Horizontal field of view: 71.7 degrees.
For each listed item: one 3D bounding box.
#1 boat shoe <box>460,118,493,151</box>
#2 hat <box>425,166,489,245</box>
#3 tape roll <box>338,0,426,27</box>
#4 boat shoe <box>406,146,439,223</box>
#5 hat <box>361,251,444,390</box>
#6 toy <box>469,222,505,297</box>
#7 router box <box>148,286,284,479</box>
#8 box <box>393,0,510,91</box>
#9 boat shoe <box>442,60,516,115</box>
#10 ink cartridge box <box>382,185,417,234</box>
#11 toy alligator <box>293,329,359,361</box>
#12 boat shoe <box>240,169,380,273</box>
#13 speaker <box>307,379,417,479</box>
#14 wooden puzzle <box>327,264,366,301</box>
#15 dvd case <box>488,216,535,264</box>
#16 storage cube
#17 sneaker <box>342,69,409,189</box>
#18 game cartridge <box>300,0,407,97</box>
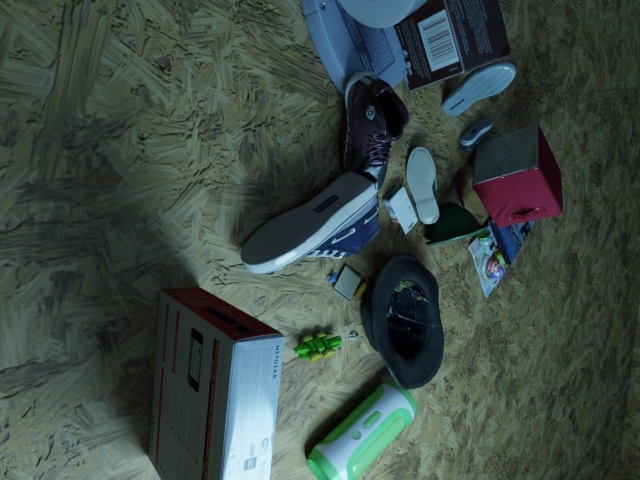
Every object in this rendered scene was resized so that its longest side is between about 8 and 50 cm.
[{"bbox_3d":[0.455,-0.310,1.296,0.142,0.049,0.040,-40,139,-24],"label":"boat shoe"},{"bbox_3d":[0.347,-0.098,1.213,0.173,0.208,0.183,-18,90,10],"label":"hat"},{"bbox_3d":[0.108,-0.511,0.804,0.072,0.219,0.219,-43,122,-25],"label":"tape roll"},{"bbox_3d":[0.273,-0.149,1.184,0.065,0.075,0.206,-60,138,-71],"label":"boat shoe"},{"bbox_3d":[0.183,0.200,1.118,0.331,0.134,0.331,12,73,-46],"label":"hat"},{"bbox_3d":[0.565,0.066,1.442,0.137,0.056,0.237,-45,122,-22],"label":"toy"},{"bbox_3d":[-0.189,0.271,0.731,0.082,0.301,0.335,1,98,-38],"label":"router box"},{"bbox_3d":[0.308,-0.479,1.053,0.203,0.167,0.168,-30,106,-31],"label":"box"},{"bbox_3d":[0.397,-0.404,1.127,0.083,0.226,0.075,30,68,-21],"label":"boat shoe"},{"bbox_3d":[0.209,-0.078,1.152,0.063,0.029,0.115,-45,124,-23],"label":"ink cartridge box"},{"bbox_3d":[0.009,0.250,1.047,0.190,0.056,0.051,-4,143,-39],"label":"toy alligator"},{"bbox_3d":[0.000,0.000,0.948,0.341,0.127,0.158,-34,133,-19],"label":"boat shoe"},{"bbox_3d":[0.111,0.491,1.121,0.297,0.131,0.131,-33,117,-29],"label":"speaker"},{"bbox_3d":[0.065,0.106,1.085,0.116,0.014,0.078,47,65,-34],"label":"wooden puzzle"},{"bbox_3d":[0.635,-0.067,1.457,0.253,0.022,0.180,-45,115,-33],"label":"dvd case"},{"bbox_3d":[0.569,-0.182,1.277,0.193,0.184,0.214,45,48,-31],"label":"storage cube"},{"bbox_3d":[0.120,-0.206,0.943,0.107,0.162,0.281,-20,124,-15],"label":"sneaker"},{"bbox_3d":[0.075,-0.448,0.963,0.196,0.060,0.294,-47,123,-26],"label":"game cartridge"}]
